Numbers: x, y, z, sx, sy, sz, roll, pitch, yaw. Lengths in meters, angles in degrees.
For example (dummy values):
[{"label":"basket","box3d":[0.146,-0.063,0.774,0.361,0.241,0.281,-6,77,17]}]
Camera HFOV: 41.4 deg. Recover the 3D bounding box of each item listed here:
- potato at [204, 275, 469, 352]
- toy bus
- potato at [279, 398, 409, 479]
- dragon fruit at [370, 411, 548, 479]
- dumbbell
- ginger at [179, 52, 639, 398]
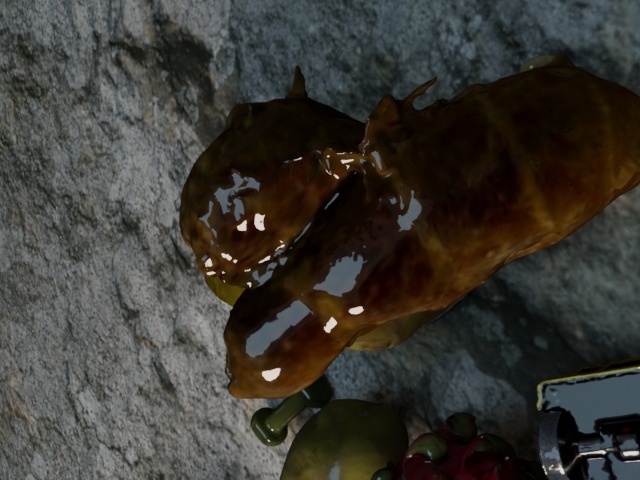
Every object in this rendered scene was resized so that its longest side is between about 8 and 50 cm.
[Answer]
[{"label":"potato","box3d":[0.000,0.000,0.876,0.300,0.196,0.246,13,106,37]},{"label":"toy bus","box3d":[0.291,0.259,0.684,0.145,0.151,0.331,-16,83,30]},{"label":"potato","box3d":[0.029,0.266,0.915,0.155,0.137,0.200,26,118,44]},{"label":"dragon fruit","box3d":[0.138,0.270,0.773,0.198,0.273,0.218,-21,76,25]},{"label":"dumbbell","box3d":[-0.037,0.204,1.028,0.118,0.046,0.052,-46,72,34]},{"label":"ginger","box3d":[0.072,-0.055,0.709,0.418,0.176,0.254,-25,86,2]}]
